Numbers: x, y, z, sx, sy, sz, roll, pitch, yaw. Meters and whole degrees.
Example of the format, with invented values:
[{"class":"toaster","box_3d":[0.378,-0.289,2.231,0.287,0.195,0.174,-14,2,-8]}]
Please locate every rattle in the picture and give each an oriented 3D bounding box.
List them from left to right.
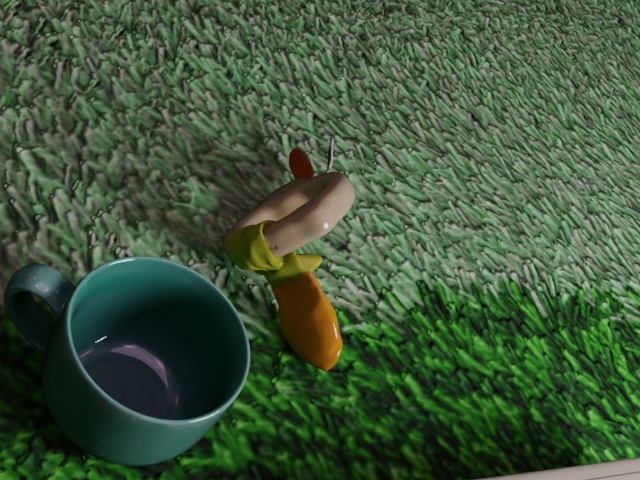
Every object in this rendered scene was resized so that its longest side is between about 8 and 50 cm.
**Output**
[{"class":"rattle","box_3d":[0.000,0.000,0.807,0.143,0.130,0.200,45,15,-9]}]

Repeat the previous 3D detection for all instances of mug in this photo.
[{"class":"mug","box_3d":[-0.135,0.080,0.622,0.129,0.097,0.158,-21,67,-43]}]

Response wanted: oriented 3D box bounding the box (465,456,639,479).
[{"class":"box","box_3d":[0.212,0.259,0.686,0.311,0.121,0.148,4,53,-32]}]
